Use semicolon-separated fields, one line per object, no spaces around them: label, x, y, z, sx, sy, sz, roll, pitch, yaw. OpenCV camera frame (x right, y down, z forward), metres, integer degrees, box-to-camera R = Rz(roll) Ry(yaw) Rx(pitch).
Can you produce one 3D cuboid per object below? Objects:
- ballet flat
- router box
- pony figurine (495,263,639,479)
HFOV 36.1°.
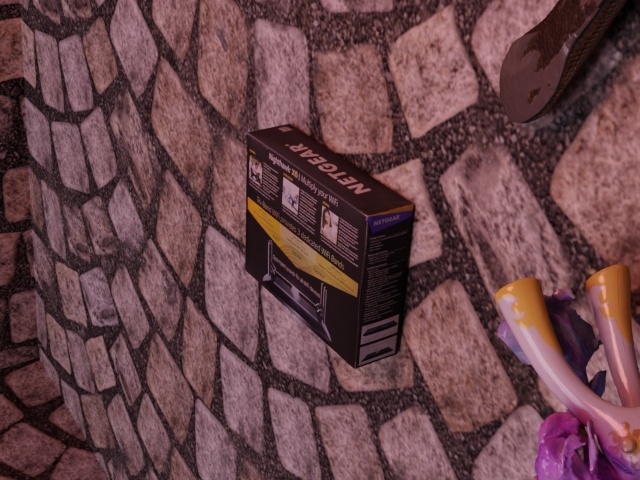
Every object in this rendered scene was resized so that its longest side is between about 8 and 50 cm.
ballet flat;0.245;-0.203;0.958;0.084;0.058;0.250;63;152;24
router box;0.000;0.000;1.416;0.309;0.081;0.243;38;134;45
pony figurine;0.287;0.178;0.835;0.351;0.303;0.363;-34;57;25
